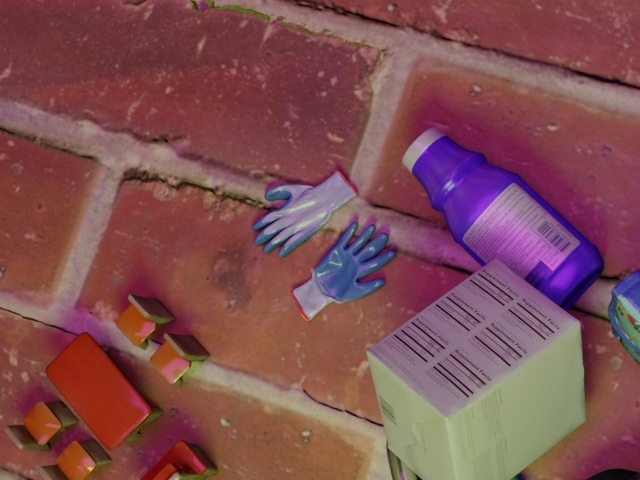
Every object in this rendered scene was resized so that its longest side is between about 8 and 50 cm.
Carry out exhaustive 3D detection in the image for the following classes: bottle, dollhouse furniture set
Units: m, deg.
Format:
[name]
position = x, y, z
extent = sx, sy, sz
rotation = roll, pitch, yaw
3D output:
[bottle]
position = 0.223, -0.028, 1.930
extent = 0.283, 0.092, 0.118
rotation = 44, 96, 18
[dollhouse furniture set]
position = -0.260, 0.237, 2.019
extent = 0.262, 0.135, 0.259
rotation = -46, 72, 7

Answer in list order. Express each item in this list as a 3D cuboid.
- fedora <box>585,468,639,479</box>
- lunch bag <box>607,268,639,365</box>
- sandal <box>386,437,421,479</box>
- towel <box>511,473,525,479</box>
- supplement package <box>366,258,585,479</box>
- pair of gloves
[fedora]
position = 0.345, 0.389, 1.781
extent = 0.152, 0.334, 0.334
rotation = 27, 91, 55
[lunch bag]
position = 0.439, 0.129, 1.736
extent = 0.138, 0.293, 0.221
rotation = -43, 72, 7
[sandal]
position = 0.150, 0.370, 1.890
extent = 0.086, 0.120, 0.303
rotation = -13, 78, 1
[towel]
position = 0.252, 0.353, 1.901
extent = 0.067, 0.029, 0.119
rotation = -37, 74, 9
[supplement package]
position = 0.187, 0.172, 1.807
extent = 0.203, 0.194, 0.149
rotation = -34, 49, -20
[pair of gloves]
position = 0.000, 0.000, 2.032
extent = 0.159, 0.023, 0.198
rotation = -35, 75, 9
